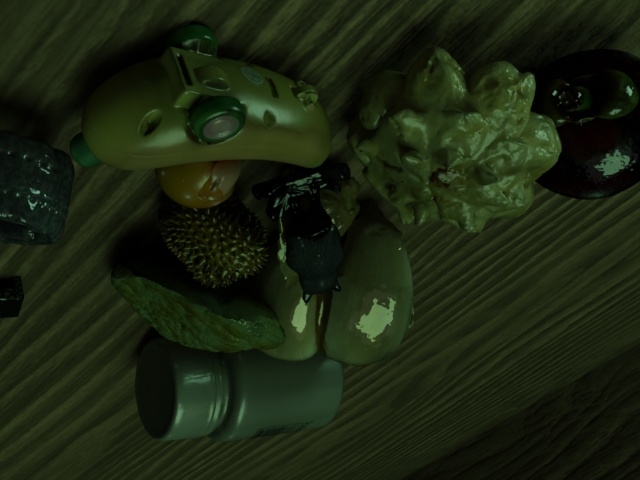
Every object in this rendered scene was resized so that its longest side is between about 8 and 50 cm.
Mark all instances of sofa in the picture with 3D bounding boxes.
[{"bbox_3d":[-0.483,0.083,1.167,0.118,0.039,0.060,-2,147,-33],"label":"sofa"}]

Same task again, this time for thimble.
[{"bbox_3d":[-0.349,-0.058,0.909,0.150,0.097,0.150,8,166,2],"label":"thimble"}]

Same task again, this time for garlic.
[{"bbox_3d":[0.014,0.093,1.388,0.249,0.286,0.313,-59,175,-29],"label":"garlic"}]

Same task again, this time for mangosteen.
[{"bbox_3d":[0.362,-0.162,1.149,0.216,0.216,0.216,-17,151,-10],"label":"mangosteen"}]

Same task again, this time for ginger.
[{"bbox_3d":[-0.005,-0.016,1.215,0.123,0.115,0.193,-1,127,-6],"label":"ginger"}]

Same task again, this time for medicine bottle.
[{"bbox_3d":[-0.147,0.257,1.518,0.340,0.208,0.208,1,144,-35],"label":"medicine bottle"}]

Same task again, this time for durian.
[{"bbox_3d":[-0.145,-0.008,1.131,0.137,0.168,0.158,-52,178,-23],"label":"durian"}]

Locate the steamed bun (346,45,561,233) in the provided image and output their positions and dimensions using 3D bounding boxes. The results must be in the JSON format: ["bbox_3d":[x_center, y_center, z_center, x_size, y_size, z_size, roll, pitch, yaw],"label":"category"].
[{"bbox_3d":[0.165,-0.099,1.086,0.292,0.137,0.295,37,141,-29],"label":"steamed bun"}]

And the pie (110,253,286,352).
[{"bbox_3d":[-0.182,0.099,1.223,0.275,0.105,0.257,13,164,31],"label":"pie"}]

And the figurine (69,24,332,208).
[{"bbox_3d":[-0.125,-0.120,0.982,0.325,0.124,0.222,3,143,-45],"label":"figurine"}]

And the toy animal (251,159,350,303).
[{"bbox_3d":[0.002,0.004,1.102,0.121,0.117,0.210,-23,121,-10],"label":"toy animal"}]
